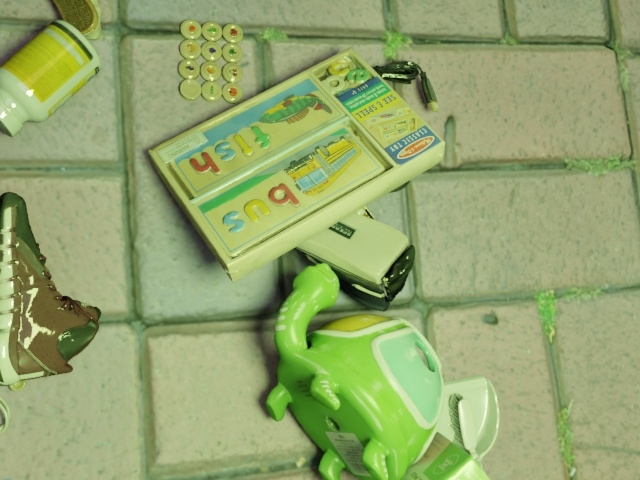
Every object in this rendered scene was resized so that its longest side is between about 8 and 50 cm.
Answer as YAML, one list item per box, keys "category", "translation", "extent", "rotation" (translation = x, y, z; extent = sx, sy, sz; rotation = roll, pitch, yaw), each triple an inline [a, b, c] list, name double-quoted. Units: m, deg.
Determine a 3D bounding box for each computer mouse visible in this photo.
- category: "computer mouse"
  translation: [0.133, -0.205, 1.407]
  extent: [0.184, 0.060, 0.262]
  rotation: [-10, 72, -14]

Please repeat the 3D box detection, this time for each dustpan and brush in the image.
- category: "dustpan and brush"
  translation: [0.256, 0.348, 1.341]
  extent: [0.147, 0.060, 0.211]
  rotation: [-7, 82, -18]

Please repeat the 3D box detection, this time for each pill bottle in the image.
- category: "pill bottle"
  translation: [-0.441, -0.251, 1.215]
  extent: [0.103, 0.103, 0.184]
  rotation: [43, 71, -6]

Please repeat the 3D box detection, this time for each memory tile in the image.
- category: "memory tile"
  translation: [-0.190, -0.312, 1.350]
  extent: [0.113, 0.012, 0.148]
  rotation: [2, 80, -16]

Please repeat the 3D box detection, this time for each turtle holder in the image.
- category: "turtle holder"
  translation: [0.049, 0.216, 1.228]
  extent: [0.320, 0.243, 0.227]
  rotation: [41, 57, 17]

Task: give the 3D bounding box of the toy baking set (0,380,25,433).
- category: "toy baking set"
  translation: [-0.510, 0.180, 1.157]
  extent: [0.196, 0.030, 0.256]
  rotation: [41, 72, -6]

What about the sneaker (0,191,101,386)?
- category: "sneaker"
  translation: [-0.412, 0.071, 1.166]
  extent: [0.162, 0.106, 0.282]
  rotation: [2, 88, -33]

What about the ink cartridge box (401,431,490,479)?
- category: "ink cartridge box"
  translation: [0.095, 0.456, 1.171]
  extent: [0.353, 0.207, 0.119]
  rotation: [-36, 91, -7]

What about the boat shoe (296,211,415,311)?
- category: "boat shoe"
  translation: [0.000, 0.000, 1.303]
  extent: [0.340, 0.158, 0.127]
  rotation: [33, 66, 22]

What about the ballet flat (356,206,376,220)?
- category: "ballet flat"
  translation: [0.077, -0.035, 1.360]
  extent: [0.057, 0.052, 0.168]
  rotation: [-42, 93, -19]

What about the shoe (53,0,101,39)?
- category: "shoe"
  translation: [-0.419, -0.428, 1.285]
  extent: [0.076, 0.058, 0.219]
  rotation: [-25, 83, 12]

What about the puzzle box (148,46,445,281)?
- category: "puzzle box"
  translation: [-0.039, -0.137, 1.266]
  extent: [0.408, 0.052, 0.272]
  rotation: [-31, 62, -15]
